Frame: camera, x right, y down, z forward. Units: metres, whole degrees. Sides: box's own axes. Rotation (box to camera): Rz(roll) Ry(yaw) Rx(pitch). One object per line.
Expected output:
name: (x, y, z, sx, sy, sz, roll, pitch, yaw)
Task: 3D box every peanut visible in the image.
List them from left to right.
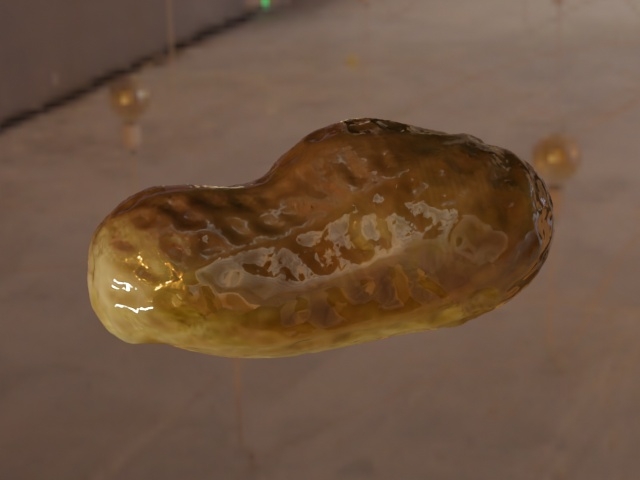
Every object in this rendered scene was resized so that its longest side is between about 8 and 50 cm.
peanut: (0.000, 0.000, 0.889, 0.226, 0.108, 0.095, -12, 174, -3)
